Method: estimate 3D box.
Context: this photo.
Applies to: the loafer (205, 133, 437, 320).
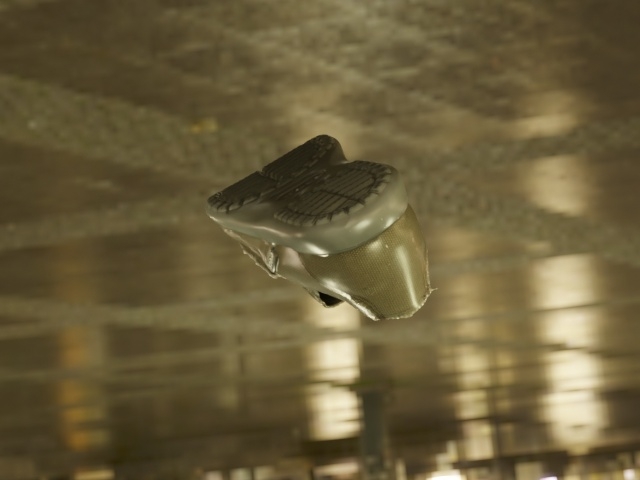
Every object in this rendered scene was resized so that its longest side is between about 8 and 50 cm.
[{"bbox_3d":[0.000,0.000,1.126,0.094,0.087,0.251,-30,-166,-7],"label":"loafer"}]
